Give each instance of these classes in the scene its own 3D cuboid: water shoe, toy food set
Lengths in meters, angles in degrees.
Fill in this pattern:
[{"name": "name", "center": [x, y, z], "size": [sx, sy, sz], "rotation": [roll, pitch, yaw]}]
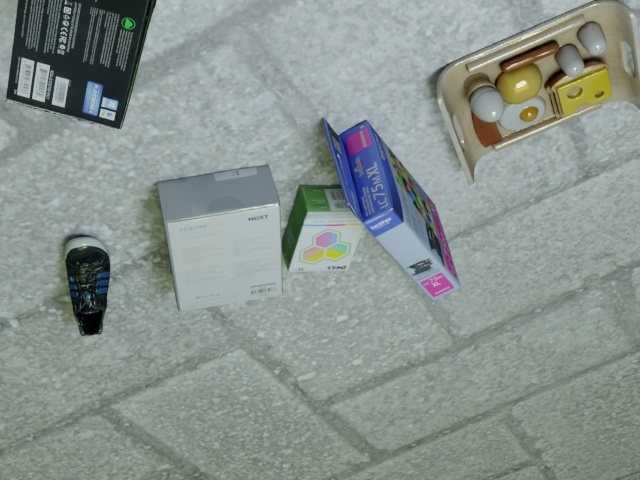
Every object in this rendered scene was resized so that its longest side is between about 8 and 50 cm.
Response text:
[{"name": "water shoe", "center": [-0.373, 0.078, 1.704], "size": [0.073, 0.080, 0.203], "rotation": [-8, 141, -11]}, {"name": "toy food set", "center": [0.341, -0.214, 1.590], "size": [0.306, 0.092, 0.219], "rotation": [-22, 141, 8]}]

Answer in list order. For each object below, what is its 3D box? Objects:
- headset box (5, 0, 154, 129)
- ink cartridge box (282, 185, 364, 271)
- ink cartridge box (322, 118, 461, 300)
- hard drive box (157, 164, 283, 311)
[{"name": "headset box", "center": [-0.234, -0.310, 1.139], "size": [0.131, 0.283, 0.246], "rotation": [14, 133, -11]}, {"name": "ink cartridge box", "center": [0.000, 0.000, 1.754], "size": [0.109, 0.062, 0.209], "rotation": [-1, 139, -19]}, {"name": "ink cartridge box", "center": [0.115, -0.054, 1.629], "size": [0.065, 0.185, 0.311], "rotation": [-28, 140, 19]}, {"name": "hard drive box", "center": [-0.156, 0.001, 1.680], "size": [0.181, 0.089, 0.232], "rotation": [-9, 141, -9]}]
